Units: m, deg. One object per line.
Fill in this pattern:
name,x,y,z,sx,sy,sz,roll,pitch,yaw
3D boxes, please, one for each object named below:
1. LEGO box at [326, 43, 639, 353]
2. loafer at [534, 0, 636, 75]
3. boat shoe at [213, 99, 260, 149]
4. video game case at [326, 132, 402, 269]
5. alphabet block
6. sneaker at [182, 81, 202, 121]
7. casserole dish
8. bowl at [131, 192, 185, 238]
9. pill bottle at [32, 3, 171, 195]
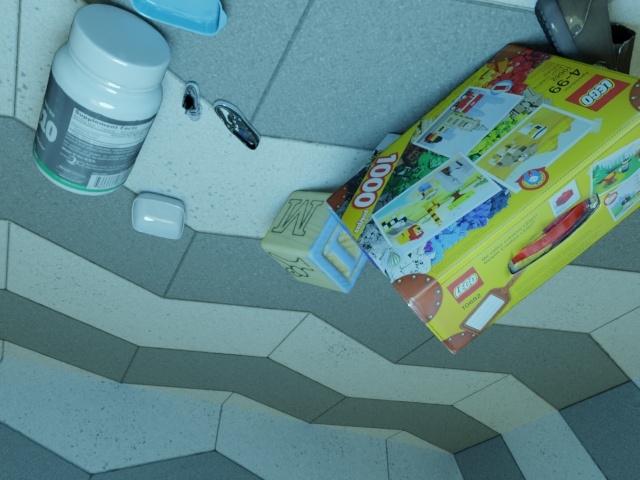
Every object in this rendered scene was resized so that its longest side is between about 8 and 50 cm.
LEGO box,0.310,-0.100,0.879,0.500,0.372,0.193,-41,128,5
loafer,0.558,-0.348,0.902,0.130,0.133,0.366,-30,130,30
boat shoe,-0.194,-0.268,1.078,0.049,0.040,0.142,-27,131,28
video game case,0.171,-0.084,1.151,0.061,0.244,0.269,24,162,49
alphabet block,0.000,0.000,1.208,0.197,0.193,0.192,10,150,44
sneaker,-0.291,-0.295,1.029,0.038,0.069,0.098,3,138,-1
casserole dish,-0.266,-0.450,0.859,0.189,0.036,0.114,12,160,-13
bowl,-0.449,-0.076,1.290,0.142,0.053,0.142,13,138,-13
pill bottle,-0.454,-0.277,0.955,0.204,0.204,0.361,24,133,-24
